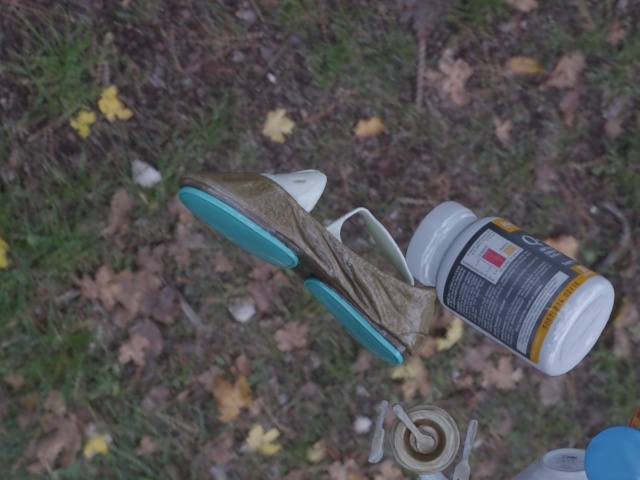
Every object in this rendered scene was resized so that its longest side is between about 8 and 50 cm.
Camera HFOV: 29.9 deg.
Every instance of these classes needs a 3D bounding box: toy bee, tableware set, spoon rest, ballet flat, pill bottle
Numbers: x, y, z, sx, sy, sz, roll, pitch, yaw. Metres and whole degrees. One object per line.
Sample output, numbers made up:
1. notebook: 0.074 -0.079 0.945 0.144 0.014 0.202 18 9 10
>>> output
1. toy bee: 0.325 0.242 1.116 0.195 0.162 0.298 -11 129 -51
2. tableware set: 0.114 0.296 1.458 0.128 0.039 0.194 11 85 5
3. spoon rest: 0.259 0.313 1.554 0.137 0.276 0.084 -34 125 -61
4. ballet flat: 0.000 0.000 1.358 0.342 0.116 0.124 38 73 -11
5. pill bottle: 0.270 0.062 1.743 0.162 0.278 0.162 -36 145 -31
